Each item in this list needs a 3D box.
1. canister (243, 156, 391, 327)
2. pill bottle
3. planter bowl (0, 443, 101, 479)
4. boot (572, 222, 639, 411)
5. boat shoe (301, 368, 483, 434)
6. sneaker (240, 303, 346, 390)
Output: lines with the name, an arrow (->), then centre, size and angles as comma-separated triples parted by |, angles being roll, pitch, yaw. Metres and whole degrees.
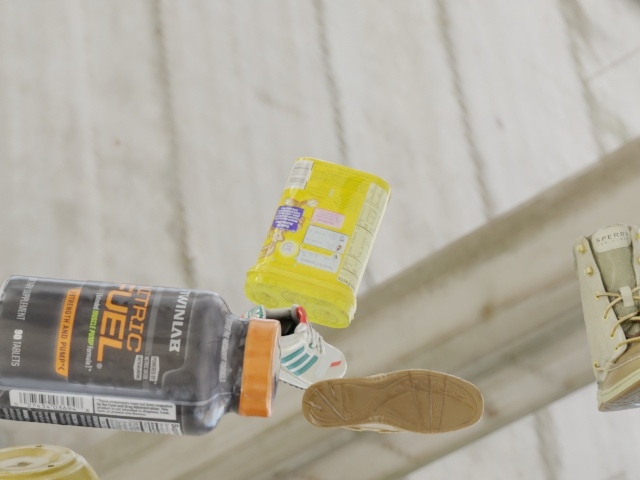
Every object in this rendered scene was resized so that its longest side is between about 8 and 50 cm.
canister -> 0.000, 0.000, 2.094 | 0.073, 0.126, 0.170 | 85, -157, -64
pill bottle -> -0.158, 0.102, 1.625 | 0.130, 0.246, 0.130 | 4, -90, -88
planter bowl -> -0.275, 0.246, 1.739 | 0.217, 0.217, 0.090 | -21, -70, -60
boot -> 0.274, 0.065, 1.661 | 0.213, 0.077, 0.165 | 92, 170, -80
boat shoe -> 0.069, 0.151, 1.756 | 0.059, 0.170, 0.063 | 26, -114, -84
sneaker -> -0.023, 0.107, 1.947 | 0.161, 0.075, 0.057 | 19, -141, -36
